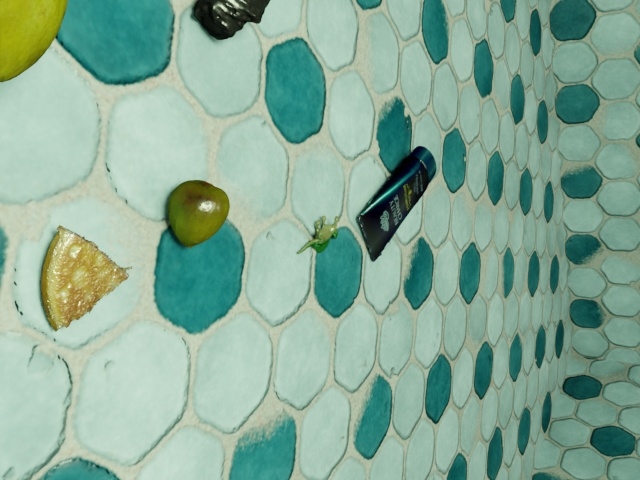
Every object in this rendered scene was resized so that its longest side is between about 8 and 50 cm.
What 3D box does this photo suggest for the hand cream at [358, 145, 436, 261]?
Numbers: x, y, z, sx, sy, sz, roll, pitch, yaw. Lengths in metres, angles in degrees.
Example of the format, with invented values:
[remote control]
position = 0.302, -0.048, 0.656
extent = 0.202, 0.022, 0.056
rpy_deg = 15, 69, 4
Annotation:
[hand cream]
position = 0.157, -0.086, 1.225
extent = 0.270, 0.061, 0.120
rpy_deg = -50, 136, -33

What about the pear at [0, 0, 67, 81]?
[pear]
position = -0.280, -0.207, 0.471
extent = 0.148, 0.148, 0.162
rpy_deg = 3, 97, -56

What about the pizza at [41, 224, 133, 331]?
[pizza]
position = -0.262, 0.047, 0.626
extent = 0.100, 0.029, 0.099
rpy_deg = 44, 65, -45

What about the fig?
[fig]
position = -0.155, -0.032, 0.740
extent = 0.074, 0.074, 0.088
rpy_deg = 2, 117, -56

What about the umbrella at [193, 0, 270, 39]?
[umbrella]
position = -0.060, -0.408, 0.802
extent = 0.326, 0.090, 0.094
rpy_deg = -60, 164, -15

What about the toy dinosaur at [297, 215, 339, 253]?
[toy dinosaur]
position = 0.001, 0.000, 1.015
extent = 0.120, 0.029, 0.060
rpy_deg = -46, 145, -42
